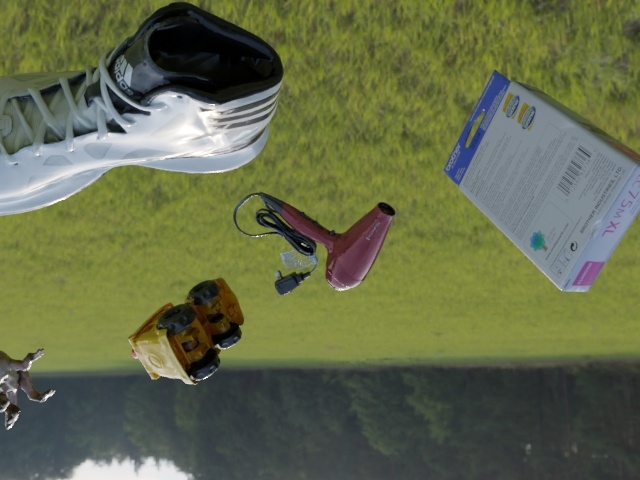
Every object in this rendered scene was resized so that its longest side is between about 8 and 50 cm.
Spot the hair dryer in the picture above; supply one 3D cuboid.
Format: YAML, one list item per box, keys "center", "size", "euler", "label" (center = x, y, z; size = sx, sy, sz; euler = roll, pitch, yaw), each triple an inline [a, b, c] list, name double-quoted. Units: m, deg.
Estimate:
- center: [0.000, 0.000, 1.232]
  size: [0.294, 0.080, 0.223]
  euler: [-15, 122, 21]
  label: "hair dryer"

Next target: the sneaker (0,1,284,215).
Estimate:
- center: [-0.252, -0.159, 0.730]
  size: [0.448, 0.169, 0.257]
  euler: [-12, 168, -18]
  label: "sneaker"

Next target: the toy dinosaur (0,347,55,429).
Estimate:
- center: [-0.637, 0.244, 1.326]
  size: [0.200, 0.127, 0.295]
  euler: [30, 144, 14]
  label: "toy dinosaur"

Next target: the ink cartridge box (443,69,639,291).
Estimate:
- center: [0.302, -0.094, 0.957]
  size: [0.065, 0.185, 0.311]
  euler: [5, -148, -31]
  label: "ink cartridge box"

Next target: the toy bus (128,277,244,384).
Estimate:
- center: [-0.300, 0.193, 1.462]
  size: [0.212, 0.149, 0.220]
  euler: [-10, -154, 35]
  label: "toy bus"
